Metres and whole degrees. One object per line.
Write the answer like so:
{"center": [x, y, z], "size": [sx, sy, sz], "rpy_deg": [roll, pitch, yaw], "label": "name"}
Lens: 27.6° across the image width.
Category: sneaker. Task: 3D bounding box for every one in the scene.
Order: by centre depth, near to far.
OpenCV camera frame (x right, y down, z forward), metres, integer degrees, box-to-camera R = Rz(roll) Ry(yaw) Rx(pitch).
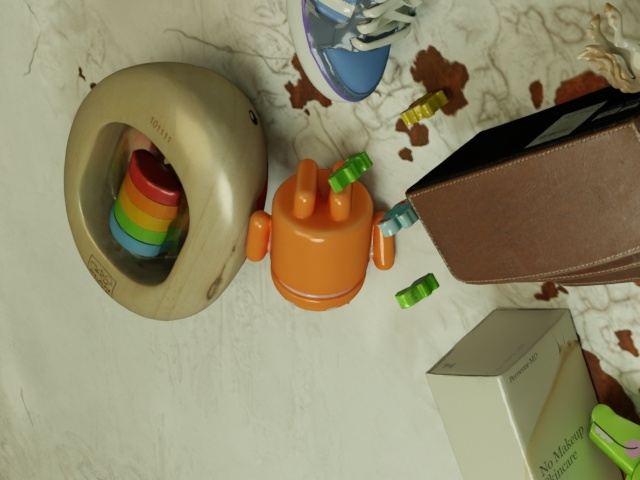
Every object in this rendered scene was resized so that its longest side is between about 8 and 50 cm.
{"center": [0.087, -0.276, 1.338], "size": [0.236, 0.130, 0.322], "rpy_deg": [20, 124, 40], "label": "sneaker"}

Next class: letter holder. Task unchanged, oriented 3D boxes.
{"center": [0.276, -0.024, 1.318], "size": [0.302, 0.152, 0.214], "rpy_deg": [-17, 107, 49], "label": "letter holder"}

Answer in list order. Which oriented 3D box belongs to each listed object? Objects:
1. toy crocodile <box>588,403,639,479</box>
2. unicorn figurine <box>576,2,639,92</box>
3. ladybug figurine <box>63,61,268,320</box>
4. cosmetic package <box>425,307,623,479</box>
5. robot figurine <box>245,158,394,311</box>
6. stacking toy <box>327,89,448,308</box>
{"center": [0.432, 0.299, 1.435], "size": [0.340, 0.105, 0.115], "rpy_deg": [43, 175, 21], "label": "toy crocodile"}
{"center": [0.324, -0.200, 1.199], "size": [0.111, 0.060, 0.162], "rpy_deg": [46, 109, 5], "label": "unicorn figurine"}
{"center": [-0.199, -0.069, 1.746], "size": [0.305, 0.162, 0.449], "rpy_deg": [47, 140, 10], "label": "ladybug figurine"}
{"center": [0.253, 0.250, 1.531], "size": [0.113, 0.160, 0.309], "rpy_deg": [-1, 117, 44], "label": "cosmetic package"}
{"center": [0.002, 0.001, 1.621], "size": [0.128, 0.158, 0.219], "rpy_deg": [46, 148, 33], "label": "robot figurine"}
{"center": [0.106, -0.047, 1.419], "size": [0.052, 0.221, 0.167], "rpy_deg": [-19, 107, 47], "label": "stacking toy"}
